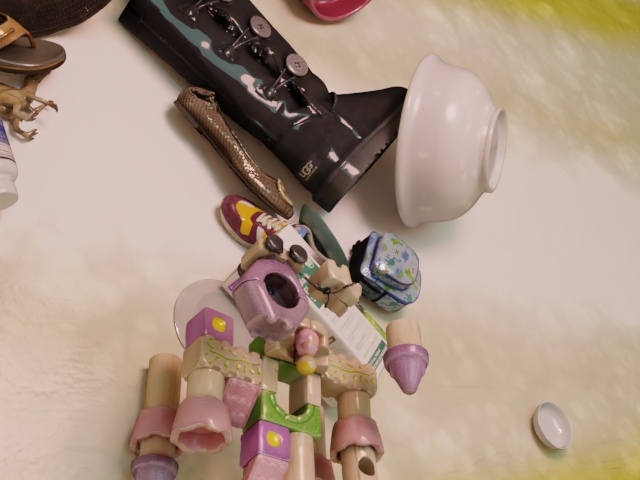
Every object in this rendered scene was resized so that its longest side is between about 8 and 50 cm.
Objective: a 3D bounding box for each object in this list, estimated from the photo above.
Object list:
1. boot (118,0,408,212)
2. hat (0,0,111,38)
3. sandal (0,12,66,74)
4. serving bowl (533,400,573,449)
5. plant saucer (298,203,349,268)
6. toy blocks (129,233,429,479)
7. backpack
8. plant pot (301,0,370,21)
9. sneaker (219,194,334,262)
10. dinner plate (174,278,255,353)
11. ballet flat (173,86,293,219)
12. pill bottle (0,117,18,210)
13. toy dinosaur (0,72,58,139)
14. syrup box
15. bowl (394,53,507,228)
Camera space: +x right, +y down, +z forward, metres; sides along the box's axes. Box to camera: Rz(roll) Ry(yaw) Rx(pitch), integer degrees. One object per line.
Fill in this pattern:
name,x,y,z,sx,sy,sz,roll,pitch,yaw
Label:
boot,-0.062,-0.293,1.480,0.445,0.146,0.367,41,35,0
hat,-0.423,-0.450,1.223,0.331,0.332,0.134,9,19,-36
sandal,-0.436,-0.271,1.168,0.219,0.060,0.090,12,32,-30
serving bowl,0.384,0.313,1.504,0.083,0.027,0.083,21,50,-28
plant saucer,0.000,0.000,1.349,0.021,0.119,0.119,-34,85,-10
toy blocks,-0.033,0.217,1.001,0.288,0.309,0.260,24,42,-26
backpack,0.107,0.052,1.407,0.114,0.084,0.105,37,46,-19
plant pot,0.010,-0.543,1.675,0.201,0.201,0.180,-15,57,-45
sneaker,-0.061,-0.011,1.305,0.185,0.084,0.070,42,43,-10
dinner plate,-0.131,0.113,1.210,0.141,0.017,0.141,21,51,-27
ballet flat,-0.119,-0.134,1.342,0.250,0.058,0.084,48,-3,2
pill bottle,-0.405,-0.098,1.083,0.067,0.067,0.120,-7,67,-43
toy dinosaur,-0.405,-0.174,1.162,0.092,0.053,0.183,38,34,8
syrup box,-0.014,0.103,1.245,0.237,0.096,0.093,50,32,-5
bowl,0.231,-0.156,1.499,0.134,0.298,0.298,10,39,21
